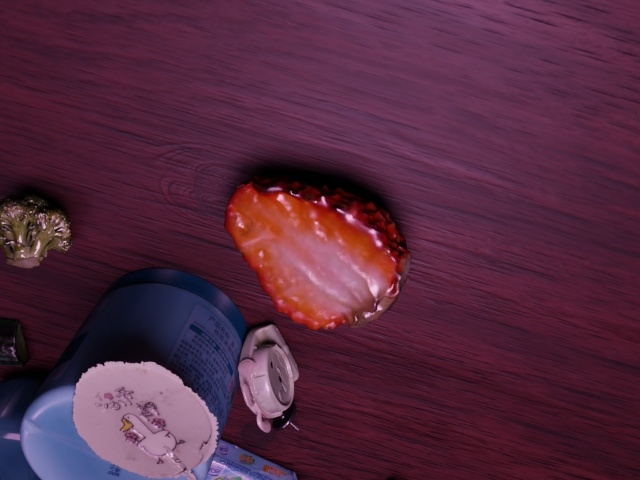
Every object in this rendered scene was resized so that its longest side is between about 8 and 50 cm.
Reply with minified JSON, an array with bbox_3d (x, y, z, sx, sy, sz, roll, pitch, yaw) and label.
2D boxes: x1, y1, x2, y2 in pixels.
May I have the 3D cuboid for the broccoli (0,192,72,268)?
[{"bbox_3d":[-0.529,-0.022,1.140,0.162,0.138,0.146,-9,155,2],"label":"broccoli"}]

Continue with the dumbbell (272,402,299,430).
[{"bbox_3d":[-0.097,0.365,1.345,0.069,0.069,0.147,-36,111,24],"label":"dumbbell"}]

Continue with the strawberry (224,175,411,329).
[{"bbox_3d":[0.000,0.000,1.083,0.336,0.149,0.265,37,126,-2],"label":"strawberry"}]

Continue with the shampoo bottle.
[{"bbox_3d":[-0.326,0.280,1.166,0.331,0.343,0.331,3,121,5],"label":"shampoo bottle"}]

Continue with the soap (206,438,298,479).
[{"bbox_3d":[-0.190,0.571,1.474,0.293,0.077,0.156,27,120,-9],"label":"soap"}]

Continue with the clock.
[{"bbox_3d":[-0.103,0.272,1.219,0.062,0.191,0.152,-16,118,17],"label":"clock"}]

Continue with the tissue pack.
[{"bbox_3d":[-0.667,0.452,1.397,0.206,0.198,0.288,5,123,2],"label":"tissue pack"}]

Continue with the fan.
[{"bbox_3d":[-0.229,0.347,0.986,0.233,0.012,0.415,-24,111,20],"label":"fan"}]

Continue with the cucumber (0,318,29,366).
[{"bbox_3d":[-0.703,0.230,1.352,0.115,0.062,0.117,3,122,1],"label":"cucumber"}]
